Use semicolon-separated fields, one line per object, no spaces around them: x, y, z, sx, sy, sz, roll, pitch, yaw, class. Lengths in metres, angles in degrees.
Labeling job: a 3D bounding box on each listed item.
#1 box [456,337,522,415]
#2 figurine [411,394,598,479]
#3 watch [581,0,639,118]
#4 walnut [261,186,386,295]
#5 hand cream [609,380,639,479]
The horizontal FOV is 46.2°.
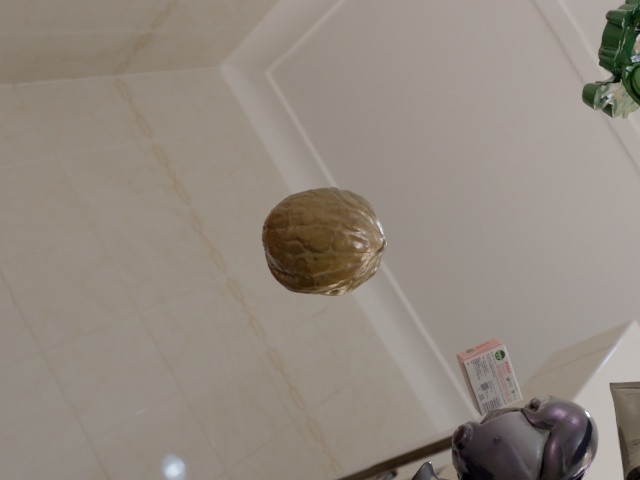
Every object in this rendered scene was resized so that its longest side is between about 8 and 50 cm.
0.321;0.260;1.429;0.089;0.043;0.125;-21;-75;-4;box
0.221;0.264;0.876;0.145;0.222;0.145;48;-9;10;figurine
0.412;-0.205;0.872;0.152;0.131;0.165;35;-49;44;watch
0.000;0.000;0.686;0.124;0.105;0.105;7;-72;35;walnut
0.355;0.208;0.807;0.087;0.186;0.054;-9;-66;26;hand cream
